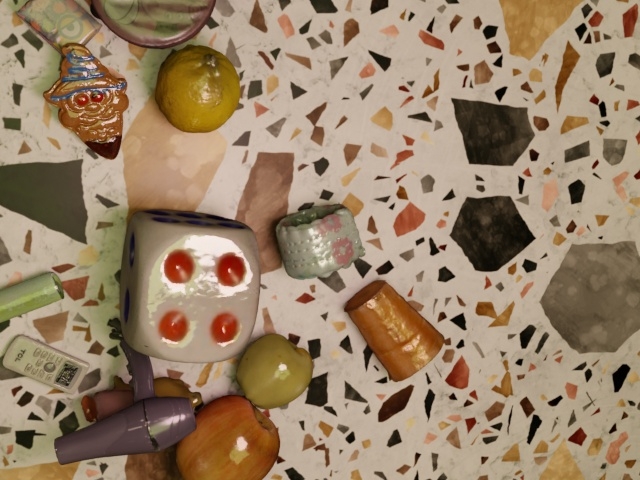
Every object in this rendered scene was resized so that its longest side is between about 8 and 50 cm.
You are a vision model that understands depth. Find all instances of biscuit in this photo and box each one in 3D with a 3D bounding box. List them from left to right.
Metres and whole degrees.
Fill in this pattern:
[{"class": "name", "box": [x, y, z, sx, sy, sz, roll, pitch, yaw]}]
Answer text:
[{"class": "biscuit", "box": [-0.518, -0.308, 1.662, 0.183, 0.043, 0.280, -19, 117, -14]}]

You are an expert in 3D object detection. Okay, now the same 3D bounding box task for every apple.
[{"class": "apple", "box": [-0.236, 0.529, 1.870, 0.241, 0.242, 0.242, -40, 111, 2]}, {"class": "apple", "box": [-0.117, 0.333, 1.889, 0.200, 0.200, 0.200, -4, 102, -20]}]

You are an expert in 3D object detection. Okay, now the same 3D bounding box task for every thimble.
[{"class": "thimble", "box": [0.000, 0.000, 1.858, 0.211, 0.185, 0.149, -13, 105, 8]}]

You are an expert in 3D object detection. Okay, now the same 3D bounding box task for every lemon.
[{"class": "lemon", "box": [-0.279, -0.344, 1.681, 0.192, 0.231, 0.192, 13, 62, -25]}]

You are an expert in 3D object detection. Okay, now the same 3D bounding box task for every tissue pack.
[{"class": "tissue pack", "box": [-0.575, -0.485, 1.623, 0.148, 0.060, 0.108, 43, 83, -23]}]

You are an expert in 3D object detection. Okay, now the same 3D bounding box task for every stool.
[{"class": "stool", "box": [-0.376, -0.554, 1.618, 0.272, 0.178, 0.272, -4, 102, -19]}]

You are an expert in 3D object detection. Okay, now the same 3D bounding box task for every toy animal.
[{"class": "toy animal", "box": [-0.432, 0.414, 1.797, 0.281, 0.169, 0.195, -10, 82, -19]}]

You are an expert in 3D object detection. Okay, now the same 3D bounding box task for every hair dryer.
[{"class": "hair dryer", "box": [-0.464, 0.335, 1.703, 0.301, 0.361, 0.121, -13, 141, -10]}]

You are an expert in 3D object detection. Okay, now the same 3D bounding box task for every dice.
[{"class": "dice", "box": [-0.309, 0.097, 1.703, 0.277, 0.304, 0.304, 6, 98, -21]}]

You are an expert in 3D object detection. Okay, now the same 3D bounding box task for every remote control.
[{"class": "remote control", "box": [-0.658, 0.297, 1.763, 0.190, 0.029, 0.087, 31, 88, -22]}]

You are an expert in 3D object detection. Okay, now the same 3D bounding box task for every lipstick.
[{"class": "lipstick", "box": [-0.743, 0.154, 1.680, 0.304, 0.076, 0.076, -21, 107, -16]}]

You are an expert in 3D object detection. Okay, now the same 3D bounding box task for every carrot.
[{"class": "carrot", "box": [0.190, 0.236, 2.007, 0.196, 0.196, 0.254, -41, 100, -8]}]
